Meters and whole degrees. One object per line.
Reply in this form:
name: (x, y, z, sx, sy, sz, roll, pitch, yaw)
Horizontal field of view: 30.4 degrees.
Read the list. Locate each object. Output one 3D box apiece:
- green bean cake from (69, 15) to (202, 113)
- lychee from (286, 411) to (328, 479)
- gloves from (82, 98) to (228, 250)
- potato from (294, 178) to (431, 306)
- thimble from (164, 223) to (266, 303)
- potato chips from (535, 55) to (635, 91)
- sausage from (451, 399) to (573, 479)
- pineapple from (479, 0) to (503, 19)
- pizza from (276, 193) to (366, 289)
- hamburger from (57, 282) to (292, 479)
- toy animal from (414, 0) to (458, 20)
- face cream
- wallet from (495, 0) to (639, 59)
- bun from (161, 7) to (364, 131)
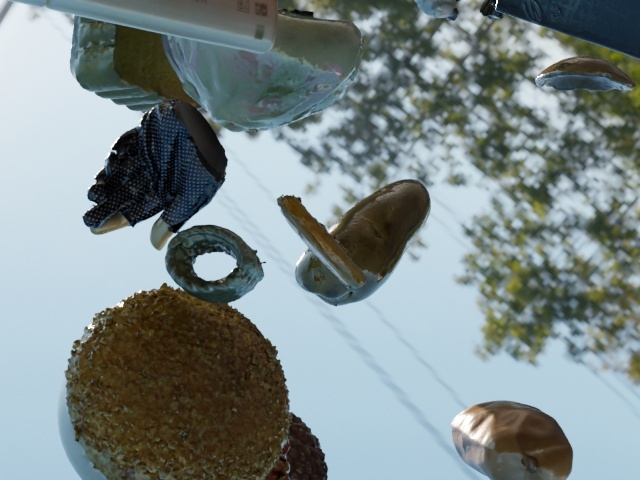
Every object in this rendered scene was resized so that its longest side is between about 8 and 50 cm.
green bean cake: (-0.277, -0.326, 1.841, 0.124, 0.236, 0.233, -1, 172, 33)
lychee: (-0.073, 0.340, 1.701, 0.188, 0.188, 0.188, 33, -161, -13)
gloves: (-0.203, -0.070, 1.387, 0.129, 0.181, 0.106, 47, -158, -23)
potato: (0.102, -0.001, 2.307, 0.176, 0.195, 0.369, 20, -135, 31)
thimble: (-0.121, 0.027, 1.359, 0.110, 0.084, 0.062, 4, 166, 14)
potato chips: (0.424, -0.265, 1.880, 0.150, 0.049, 0.202, 10, 179, 4)
sausage: (0.274, 0.294, 1.695, 0.136, 0.120, 0.241, -8, -177, -13)
pineapple: (0.297, -0.438, 1.917, 0.074, 0.159, 0.074, 14, 174, 2)
pizza: (0.000, 0.000, 1.708, 0.178, 0.041, 0.131, 47, 176, -5)
hamburger: (-0.166, 0.191, 1.394, 0.294, 0.179, 0.276, 16, -124, -29)
toy animal: (0.076, -0.254, 1.057, 0.124, 0.071, 0.085, 12, -132, -29)
face cream: (-0.221, -0.301, 1.292, 0.349, 0.081, 0.173, 7, -131, -27)
wallet: (0.338, -0.310, 1.490, 0.232, 0.122, 0.031, 24, -143, 18)
bun: (-0.085, -0.244, 1.688, 0.293, 0.187, 0.293, 7, -167, -2)
